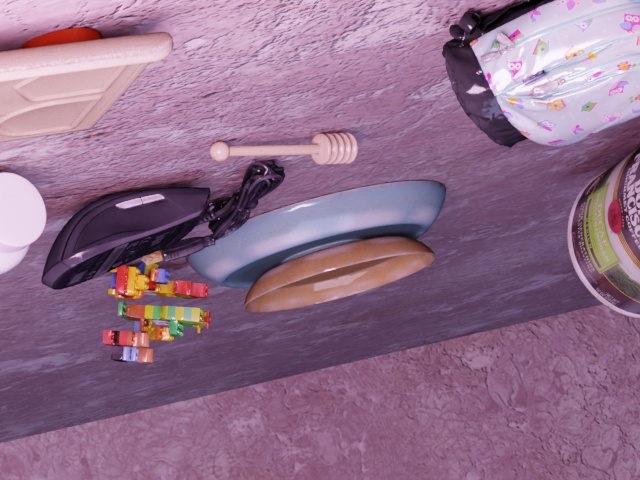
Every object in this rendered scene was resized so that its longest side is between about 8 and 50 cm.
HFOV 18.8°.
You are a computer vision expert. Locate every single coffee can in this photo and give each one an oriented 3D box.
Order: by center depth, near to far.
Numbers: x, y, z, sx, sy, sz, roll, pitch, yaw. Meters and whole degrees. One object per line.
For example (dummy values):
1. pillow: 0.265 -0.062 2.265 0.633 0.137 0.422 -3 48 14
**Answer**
1. coffee can: 0.434 -0.030 2.293 0.201 0.202 0.275 -12 170 -16

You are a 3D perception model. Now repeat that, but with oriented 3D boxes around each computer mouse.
1. computer mouse: -0.172 -0.015 1.901 0.262 0.060 0.184 -24 170 -24

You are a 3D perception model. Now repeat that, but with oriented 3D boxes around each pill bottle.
1. pill bottle: -0.305 -0.002 1.671 0.087 0.087 0.160 -6 167 -41

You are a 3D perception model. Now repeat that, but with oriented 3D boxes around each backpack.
1. backpack: 0.207 -0.145 1.578 0.182 0.115 0.152 -21 166 16

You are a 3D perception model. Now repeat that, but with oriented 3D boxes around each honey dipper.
1. honey dipper: -0.036 -0.083 1.801 0.160 0.030 0.030 -5 166 -38

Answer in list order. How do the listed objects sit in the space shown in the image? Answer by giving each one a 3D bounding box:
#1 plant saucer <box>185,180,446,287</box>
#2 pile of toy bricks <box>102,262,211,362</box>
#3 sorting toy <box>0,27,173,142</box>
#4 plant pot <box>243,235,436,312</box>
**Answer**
1. plant saucer: 0.000 0.000 2.274 0.317 0.044 0.317 -15 171 -2
2. pile of toy bricks: -0.174 0.085 2.216 0.105 0.118 0.212 3 173 8
3. sorting toy: -0.278 -0.098 1.349 0.307 0.041 0.229 -10 173 -26
4. plant pot: 0.020 0.037 2.293 0.236 0.032 0.236 -14 170 -2
